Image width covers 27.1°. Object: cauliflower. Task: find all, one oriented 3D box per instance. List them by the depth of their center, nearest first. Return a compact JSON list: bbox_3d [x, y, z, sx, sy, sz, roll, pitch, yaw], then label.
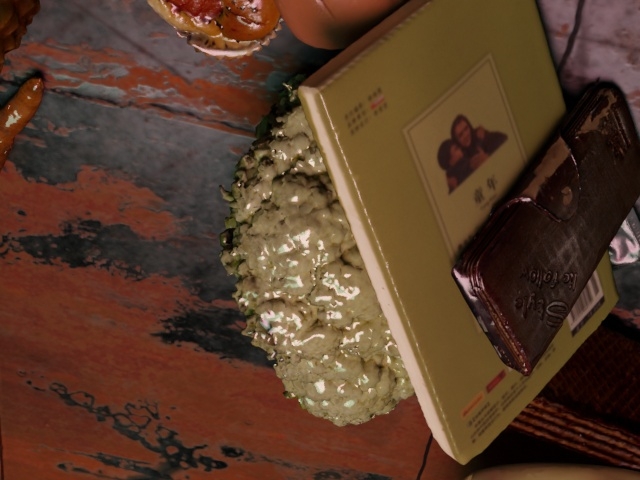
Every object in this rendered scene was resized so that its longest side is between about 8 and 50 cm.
[{"bbox_3d":[0.000,0.000,1.131,0.272,0.275,0.250,31,168,-39],"label":"cauliflower"}]

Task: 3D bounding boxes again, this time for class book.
[{"bbox_3d":[0.125,-0.027,1.033,0.035,0.239,0.352,13,134,47],"label":"book"}]

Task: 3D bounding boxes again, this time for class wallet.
[{"bbox_3d":[0.193,-0.012,1.055,0.031,0.232,0.122,9,141,45],"label":"wallet"}]

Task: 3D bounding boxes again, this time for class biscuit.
[{"bbox_3d":[0.230,0.130,1.217,0.252,0.106,0.070,23,142,-30],"label":"biscuit"}]

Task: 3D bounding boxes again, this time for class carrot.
[{"bbox_3d":[-0.292,-0.098,1.215,0.036,0.035,0.165,30,130,-15],"label":"carrot"}]

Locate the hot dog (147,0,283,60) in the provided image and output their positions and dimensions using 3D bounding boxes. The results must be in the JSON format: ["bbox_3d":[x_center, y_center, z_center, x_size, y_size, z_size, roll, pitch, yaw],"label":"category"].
[{"bbox_3d":[-0.122,-0.240,1.015,0.131,0.069,0.253,-28,122,32],"label":"hot dog"}]

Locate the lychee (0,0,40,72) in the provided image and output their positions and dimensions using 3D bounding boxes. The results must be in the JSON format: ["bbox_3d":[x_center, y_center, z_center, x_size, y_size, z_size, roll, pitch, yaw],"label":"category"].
[{"bbox_3d":[-0.342,-0.190,1.013,0.271,0.236,0.236,-22,127,6],"label":"lychee"}]

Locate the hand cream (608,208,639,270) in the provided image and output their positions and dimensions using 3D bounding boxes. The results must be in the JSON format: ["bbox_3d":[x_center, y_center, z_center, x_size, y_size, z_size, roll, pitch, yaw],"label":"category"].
[{"bbox_3d":[0.180,0.034,1.215,0.248,0.052,0.075,-23,125,30],"label":"hand cream"}]

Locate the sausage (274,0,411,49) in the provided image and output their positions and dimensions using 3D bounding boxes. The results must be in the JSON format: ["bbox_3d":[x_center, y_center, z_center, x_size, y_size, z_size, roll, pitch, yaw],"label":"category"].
[{"bbox_3d":[-0.007,-0.280,0.915,0.121,0.121,0.304,-3,132,16],"label":"sausage"}]

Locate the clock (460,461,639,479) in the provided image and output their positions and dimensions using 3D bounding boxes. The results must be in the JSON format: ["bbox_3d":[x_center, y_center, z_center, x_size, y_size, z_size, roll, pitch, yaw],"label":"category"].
[{"bbox_3d":[0.254,0.307,1.333,0.286,0.117,0.348,-2,156,20],"label":"clock"}]
